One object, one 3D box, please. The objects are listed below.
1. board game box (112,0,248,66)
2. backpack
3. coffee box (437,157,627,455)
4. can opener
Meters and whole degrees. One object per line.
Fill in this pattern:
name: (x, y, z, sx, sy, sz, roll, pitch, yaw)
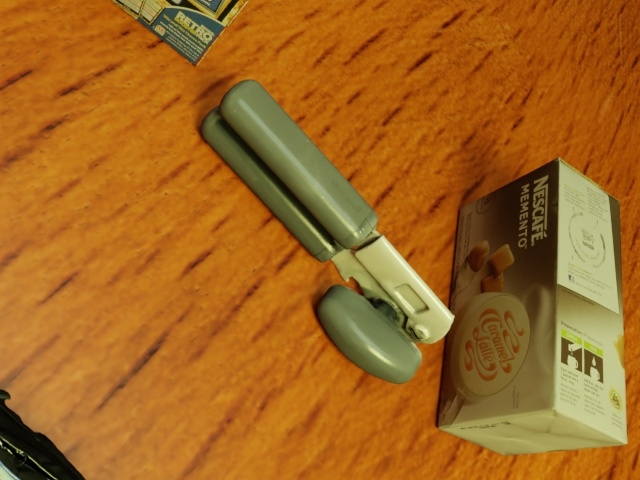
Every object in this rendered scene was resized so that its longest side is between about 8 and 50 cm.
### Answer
board game box: (-0.106, -0.238, 0.514, 0.146, 0.193, 0.045, 36, 55, -20)
backpack: (-0.172, 0.153, 0.371, 0.114, 0.105, 0.084, 47, 74, -12)
coffee box: (0.203, 0.066, 0.649, 0.098, 0.141, 0.246, 27, 59, -24)
can opener: (0.000, 0.000, 0.571, 0.283, 0.076, 0.095, 47, 51, -10)
